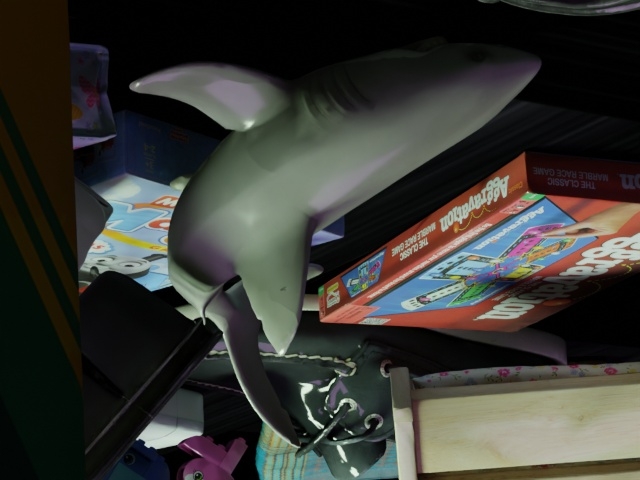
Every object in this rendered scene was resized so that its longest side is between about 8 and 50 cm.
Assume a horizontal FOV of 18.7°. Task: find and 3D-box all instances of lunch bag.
[{"bbox_3d":[-0.141,-0.061,0.835,0.083,0.053,0.071,0,169,-45],"label":"lunch bag"}]

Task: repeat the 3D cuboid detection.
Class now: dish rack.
[{"bbox_3d":[-0.150,0.110,0.997,0.074,0.208,0.271,42,171,-1],"label":"dish rack"}]

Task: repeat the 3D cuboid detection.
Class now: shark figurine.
[{"bbox_3d":[-0.024,0.012,0.903,0.166,0.116,0.278,1,149,-26],"label":"shark figurine"}]

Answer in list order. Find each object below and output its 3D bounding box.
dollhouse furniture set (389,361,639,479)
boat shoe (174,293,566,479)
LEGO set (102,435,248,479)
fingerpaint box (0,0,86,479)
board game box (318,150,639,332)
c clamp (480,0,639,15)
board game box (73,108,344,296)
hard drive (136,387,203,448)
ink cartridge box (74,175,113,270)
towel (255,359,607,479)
[{"bbox_3d":[0.090,0.128,1.243,0.303,0.174,0.355,-4,124,1],"label":"dollhouse furniture set"},{"bbox_3d":[0.032,0.110,1.338,0.340,0.113,0.127,11,159,-39],"label":"boat shoe"},{"bbox_3d":[-0.148,0.105,1.291,0.227,0.093,0.087,35,161,-9],"label":"LEGO set"},{"bbox_3d":[-0.291,0.072,0.702,0.445,0.371,0.163,-15,162,39],"label":"fingerpaint box"},{"bbox_3d":[0.119,0.008,1.156,0.145,0.027,0.281,3,163,-22],"label":"board game box"},{"bbox_3d":[0.105,-0.121,0.728,0.137,0.022,0.161,-2,163,-20],"label":"c clamp"},{"bbox_3d":[-0.119,-0.010,1.037,0.211,0.039,0.160,-17,158,39],"label":"board game box"},{"bbox_3d":[-0.288,0.125,1.465,0.233,0.047,0.353,-14,160,33],"label":"hard drive"},{"bbox_3d":[-0.226,0.055,0.935,0.100,0.172,0.237,40,139,-16],"label":"ink cartridge box"},{"bbox_3d":[0.083,0.161,1.659,0.271,0.040,0.370,-2,164,-4],"label":"towel"}]
